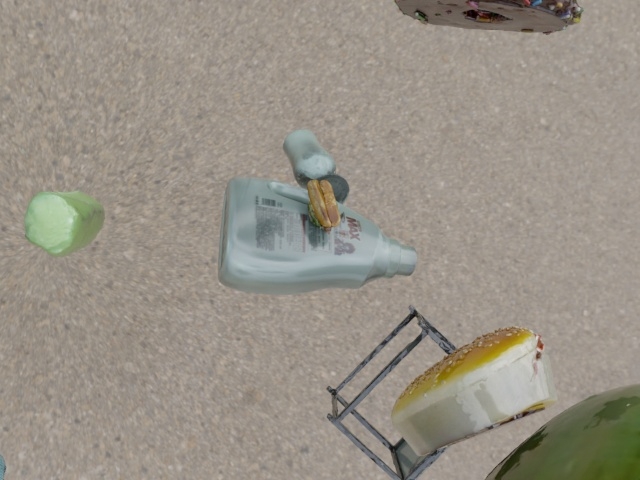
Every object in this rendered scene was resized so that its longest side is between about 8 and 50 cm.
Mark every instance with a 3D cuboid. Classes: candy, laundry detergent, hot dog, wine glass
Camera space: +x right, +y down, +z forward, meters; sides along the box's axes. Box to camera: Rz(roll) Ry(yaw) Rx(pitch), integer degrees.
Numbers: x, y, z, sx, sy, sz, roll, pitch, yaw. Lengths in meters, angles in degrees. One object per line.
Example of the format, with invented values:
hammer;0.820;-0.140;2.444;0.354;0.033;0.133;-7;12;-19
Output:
candy;-0.593;-0.044;1.493;0.132;0.343;0.142;39;86;-10
laundry detergent;0.000;0.000;1.306;0.398;0.124;0.264;8;49;-14
hot dog;0.003;-0.068;1.252;0.056;0.041;0.133;4;51;-25
wine glass;-0.017;-0.169;1.499;0.103;0.231;0.103;-11;129;-14

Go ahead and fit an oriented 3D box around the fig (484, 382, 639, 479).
fig;0.160;0.165;0.320;0.181;0.181;0.191;38;75;-18

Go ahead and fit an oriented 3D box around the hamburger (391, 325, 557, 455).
hamburger;0.246;0.251;1.066;0.227;0.295;0.151;-4;65;-42

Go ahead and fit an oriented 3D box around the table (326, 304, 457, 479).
table;0.222;0.392;1.649;0.272;0.222;0.335;44;95;-4

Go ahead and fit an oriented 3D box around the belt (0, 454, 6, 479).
belt;-0.542;0.407;0.990;0.100;0.179;0.065;-34;125;1

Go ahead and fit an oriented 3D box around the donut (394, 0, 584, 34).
donut;0.210;-0.317;0.799;0.235;0.235;0.089;4;100;-23
